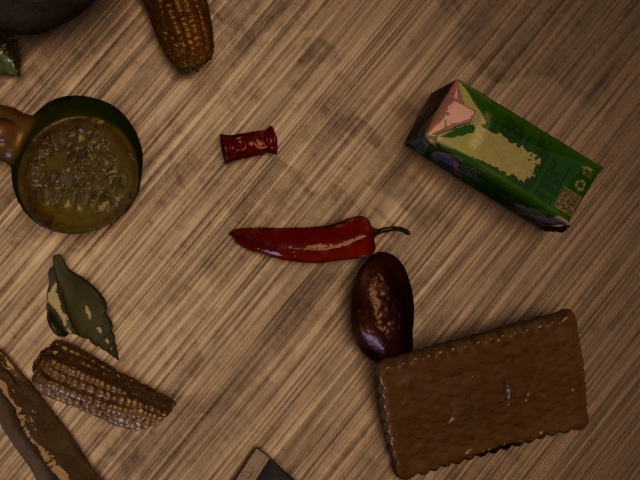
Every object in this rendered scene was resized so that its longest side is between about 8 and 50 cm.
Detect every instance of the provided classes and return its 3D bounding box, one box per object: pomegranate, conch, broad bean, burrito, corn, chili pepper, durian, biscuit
[{"bbox_3d":[-0.377,-0.115,1.840,0.240,0.159,0.190,-8,116,-15],"label":"pomegranate"},{"bbox_3d":[-0.350,0.104,1.900,0.180,0.088,0.065,56,39,3],"label":"conch"},{"bbox_3d":[0.097,0.100,1.944,0.084,0.114,0.165,-1,85,32],"label":"broad bean"},{"bbox_3d":[-0.415,0.282,1.883,0.082,0.059,0.275,-36,94,-14],"label":"burrito"},{"bbox_3d":[-0.321,0.221,1.888,0.211,0.087,0.087,31,85,-11],"label":"corn"},{"bbox_3d":[-0.227,-0.397,1.905,0.102,0.102,0.313,-23,93,-8],"label":"corn"},{"bbox_3d":[0.000,0.000,1.948,0.272,0.071,0.063,-4,128,-3],"label":"chili pepper"},{"bbox_3d":[-0.533,-0.297,1.872,0.215,0.086,0.100,14,102,-1],"label":"durian"},{"bbox_3d":[0.248,0.232,1.961,0.324,0.044,0.217,-16,112,-8],"label":"biscuit"}]

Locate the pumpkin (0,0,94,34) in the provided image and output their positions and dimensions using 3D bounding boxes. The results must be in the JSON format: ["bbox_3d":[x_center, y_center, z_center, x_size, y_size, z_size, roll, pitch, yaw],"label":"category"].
[{"bbox_3d":[-0.422,-0.451,1.805,0.332,0.199,0.332,4,75,-16],"label":"pumpkin"}]

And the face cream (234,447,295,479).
[{"bbox_3d":[0.026,0.472,1.933,0.385,0.086,0.136,34,81,-1],"label":"face cream"}]

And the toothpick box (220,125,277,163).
[{"bbox_3d":[-0.106,-0.144,1.942,0.083,0.047,0.047,-12,90,-9],"label":"toothpick box"}]

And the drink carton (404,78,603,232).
[{"bbox_3d":[0.273,-0.124,1.939,0.271,0.161,0.108,30,85,-7],"label":"drink carton"}]
